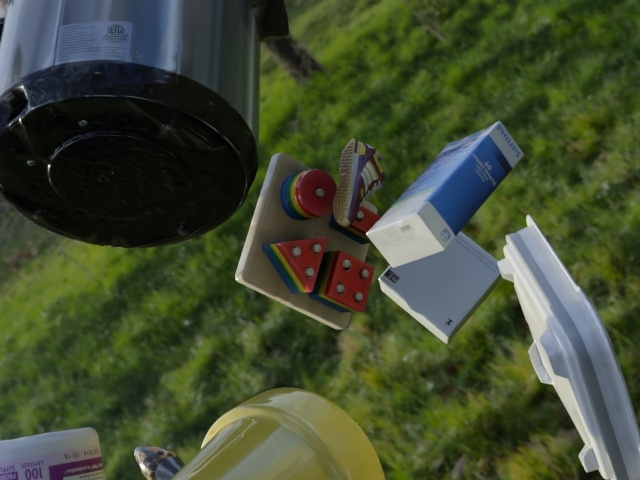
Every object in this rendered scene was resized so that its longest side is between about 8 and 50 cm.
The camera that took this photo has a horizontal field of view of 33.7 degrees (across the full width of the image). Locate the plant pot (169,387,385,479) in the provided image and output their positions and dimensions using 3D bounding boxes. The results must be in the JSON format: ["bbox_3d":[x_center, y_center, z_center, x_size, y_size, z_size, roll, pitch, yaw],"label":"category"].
[{"bbox_3d":[-0.082,0.338,1.312,0.254,0.254,0.239,-47,-15,33],"label":"plant pot"}]

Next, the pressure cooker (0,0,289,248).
[{"bbox_3d":[-0.257,-0.246,1.475,0.375,0.370,0.420,-39,42,42],"label":"pressure cooker"}]

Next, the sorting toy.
[{"bbox_3d":[0.000,0.000,1.952,0.089,0.255,0.257,-9,59,51],"label":"sorting toy"}]

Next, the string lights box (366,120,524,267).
[{"bbox_3d":[0.202,-0.076,1.693,0.259,0.076,0.133,-46,14,-34],"label":"string lights box"}]

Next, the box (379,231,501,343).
[{"bbox_3d":[0.240,0.077,2.097,0.182,0.181,0.119,-49,-12,-5],"label":"box"}]

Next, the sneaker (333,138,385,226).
[{"bbox_3d":[0.077,-0.099,1.903,0.069,0.084,0.185,-43,31,52],"label":"sneaker"}]

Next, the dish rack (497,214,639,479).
[{"bbox_3d":[0.319,0.147,1.375,0.072,0.285,0.333,-22,27,5],"label":"dish rack"}]

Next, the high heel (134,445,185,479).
[{"bbox_3d":[-0.266,0.488,2.013,0.093,0.186,0.261,-45,-26,-29],"label":"high heel"}]

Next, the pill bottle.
[{"bbox_3d":[-0.347,0.398,1.338,0.169,0.169,0.301,150,111,-65],"label":"pill bottle"}]
